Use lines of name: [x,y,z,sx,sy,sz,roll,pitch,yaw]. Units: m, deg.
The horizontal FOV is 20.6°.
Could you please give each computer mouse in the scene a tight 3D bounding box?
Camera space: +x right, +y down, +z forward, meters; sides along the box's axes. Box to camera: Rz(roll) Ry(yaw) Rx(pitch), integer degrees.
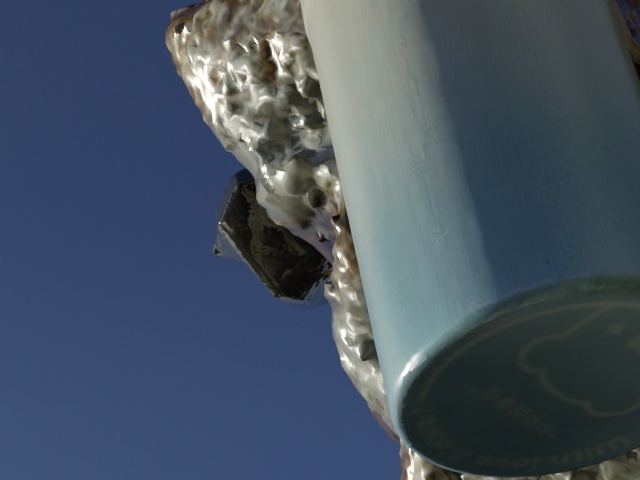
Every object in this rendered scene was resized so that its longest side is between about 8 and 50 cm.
computer mouse: [0.000,0.000,1.121,0.099,0.057,0.172,-48,-37,8]

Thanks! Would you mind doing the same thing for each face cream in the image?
face cream: [0.033,-0.065,0.450,0.077,0.250,0.077,-7,-37,-5]

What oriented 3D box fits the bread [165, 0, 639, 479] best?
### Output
bread: [0.106,0.072,0.602,0.165,0.417,0.113,-27,-2,35]
